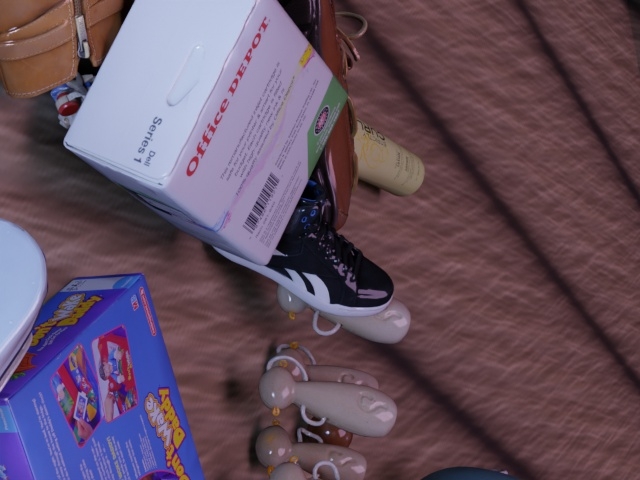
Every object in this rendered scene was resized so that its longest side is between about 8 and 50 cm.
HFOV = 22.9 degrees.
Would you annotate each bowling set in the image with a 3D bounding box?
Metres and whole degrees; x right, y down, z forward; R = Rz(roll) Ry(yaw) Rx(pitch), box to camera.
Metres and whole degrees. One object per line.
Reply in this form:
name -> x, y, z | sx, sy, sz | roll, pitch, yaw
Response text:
bowling set -> -0.015, 0.197, 1.742 | 0.200, 0.154, 0.287 | 127, -24, -57

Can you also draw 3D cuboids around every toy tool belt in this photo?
toy tool belt -> -0.221, -0.129, 1.434 | 0.051, 0.052, 0.083 | 61, 15, 21

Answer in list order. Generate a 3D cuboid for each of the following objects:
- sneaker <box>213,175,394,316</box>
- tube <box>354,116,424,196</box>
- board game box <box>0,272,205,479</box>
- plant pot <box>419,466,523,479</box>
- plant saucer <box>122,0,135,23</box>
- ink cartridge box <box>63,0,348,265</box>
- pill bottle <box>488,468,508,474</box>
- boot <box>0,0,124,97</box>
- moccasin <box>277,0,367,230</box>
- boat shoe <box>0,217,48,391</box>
sneaker -> 0.000, 0.000, 1.654 | 0.217, 0.121, 0.079 | 23, 45, -16
tube -> 0.052, -0.110, 1.973 | 0.070, 0.062, 0.240 | 53, 16, 30
board game box -> -0.195, 0.235, 1.394 | 0.233, 0.078, 0.347 | -47, 128, -56
plant pot -> 0.191, 0.399, 1.994 | 0.290, 0.290, 0.195 | 61, -1, -42
plant saucer -> -0.136, -0.291, 1.504 | 0.278, 0.041, 0.277 | -23, 123, -41
ink cartridge box -> -0.098, -0.116, 1.481 | 0.201, 0.117, 0.278 | -64, 158, -7
pill bottle -> 0.259, 0.383, 2.343 | 0.043, 0.043, 0.083 | 0, 86, -64
boot -> -0.190, -0.266, 1.359 | 0.283, 0.109, 0.220 | -37, 130, -32
moccasin -> -0.024, -0.194, 1.738 | 0.147, 0.139, 0.380 | -54, 131, -61
boat shoe -> -0.322, 0.150, 1.086 | 0.367, 0.136, 0.156 | -56, 172, -26
